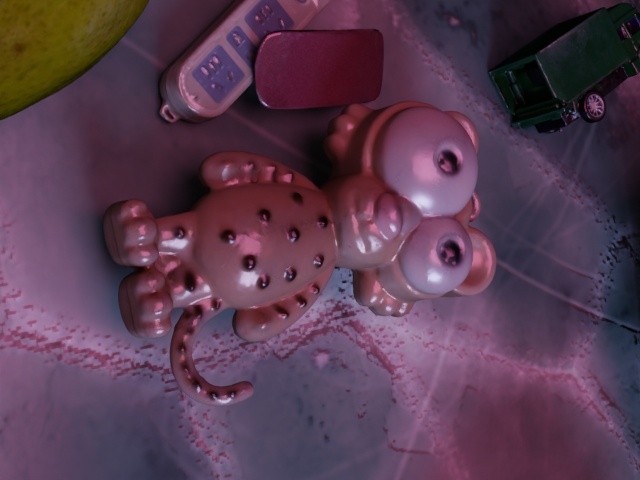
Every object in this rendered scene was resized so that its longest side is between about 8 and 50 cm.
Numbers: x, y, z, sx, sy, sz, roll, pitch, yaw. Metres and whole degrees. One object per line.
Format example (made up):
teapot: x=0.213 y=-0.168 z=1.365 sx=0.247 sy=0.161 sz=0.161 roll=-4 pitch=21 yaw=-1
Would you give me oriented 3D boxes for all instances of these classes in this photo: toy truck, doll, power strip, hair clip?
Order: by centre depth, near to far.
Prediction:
doll: x=-0.001 y=-0.002 z=0.646 sx=0.278 sy=0.119 sz=0.154 roll=-22 pitch=96 yaw=-28
power strip: x=-0.044 y=-0.148 z=0.675 sx=0.047 sy=0.030 sz=0.191 roll=49 pitch=64 yaw=-22
hair clip: x=0.007 y=-0.124 z=0.692 sx=0.137 sy=0.022 sz=0.054 roll=-13 pitch=113 yaw=-46
toy truck: x=0.223 y=-0.148 z=0.830 sx=0.147 sy=0.065 sz=0.079 roll=-34 pitch=102 yaw=-28

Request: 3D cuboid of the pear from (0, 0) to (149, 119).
pear: x=-0.184 y=-0.162 z=0.479 sx=0.212 sy=0.212 sz=0.269 roll=50 pitch=64 yaw=-21
